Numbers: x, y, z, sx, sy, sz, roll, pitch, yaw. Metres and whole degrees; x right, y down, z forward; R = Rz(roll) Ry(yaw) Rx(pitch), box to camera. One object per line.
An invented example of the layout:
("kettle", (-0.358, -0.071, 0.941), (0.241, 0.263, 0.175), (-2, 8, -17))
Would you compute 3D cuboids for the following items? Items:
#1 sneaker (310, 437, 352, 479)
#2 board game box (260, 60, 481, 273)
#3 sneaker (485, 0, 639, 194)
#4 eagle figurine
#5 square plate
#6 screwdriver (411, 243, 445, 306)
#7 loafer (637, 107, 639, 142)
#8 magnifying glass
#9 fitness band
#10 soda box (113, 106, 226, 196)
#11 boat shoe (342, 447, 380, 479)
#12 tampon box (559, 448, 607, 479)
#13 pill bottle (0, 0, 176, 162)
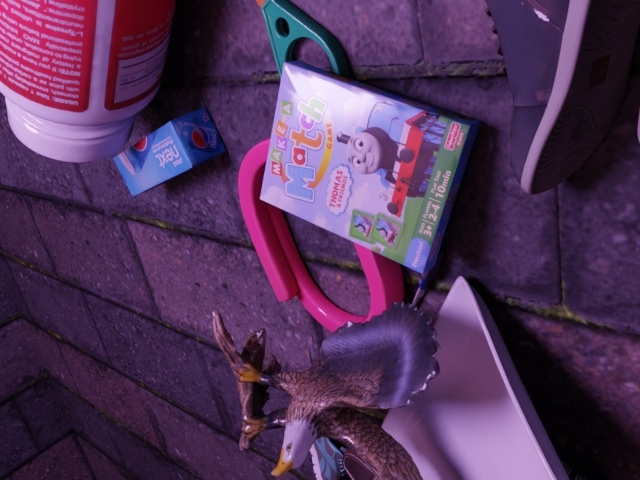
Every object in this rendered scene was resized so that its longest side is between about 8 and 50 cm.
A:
("sneaker", (0.025, 0.343, 1.002), (0.076, 0.065, 0.167), (-12, 108, 46))
("board game box", (0.041, -0.080, 0.657), (0.211, 0.039, 0.160), (25, 118, 24))
("sneaker", (0.176, -0.149, 0.500), (0.118, 0.083, 0.222), (51, 153, 39))
("eagle figurine", (0.025, 0.200, 0.732), (0.298, 0.225, 0.226), (-2, 147, 29))
("square plate", (0.171, 0.276, 0.687), (0.344, 0.049, 0.347), (106, 157, -43))
("screwdriver", (0.119, 0.064, 0.743), (0.025, 0.024, 0.170), (12, 137, 7))
("loafer", (0.261, -0.125, 0.448), (0.045, 0.039, 0.125), (-120, 24, -58))
("magnifying glass", (-0.042, -0.246, 0.696), (0.231, 0.026, 0.092), (57, 142, -3))
("fitness band", (0.000, 0.000, 0.801), (0.209, 0.054, 0.291), (-6, 112, 46))
("soda box", (-0.232, -0.129, 0.944), (0.210, 0.067, 0.071), (-13, 106, 50))
("boat shoe", (0.101, 0.371, 0.892), (0.207, 0.073, 0.073), (29, 135, 38))
("tampon box", (0.289, 0.338, 0.678), (0.161, 0.101, 0.121), (40, 138, 22))
("pill bottle", (-0.296, -0.293, 0.768), (0.229, 0.229, 0.408), (46, 140, 13))
